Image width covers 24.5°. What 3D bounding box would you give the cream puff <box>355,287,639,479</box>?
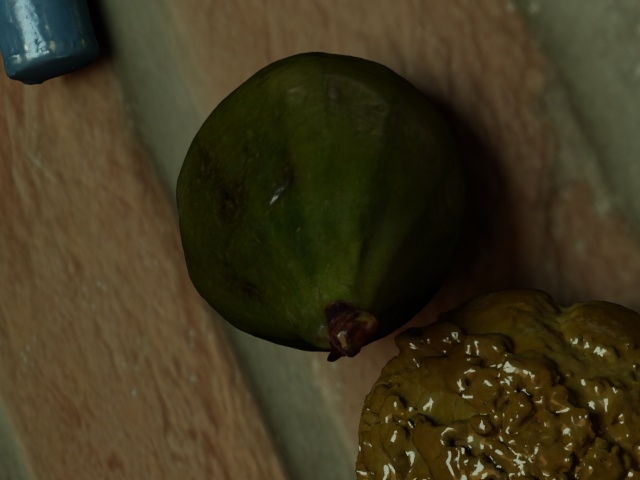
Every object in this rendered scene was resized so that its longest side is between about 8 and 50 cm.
[{"bbox_3d":[0.084,0.094,0.591,0.165,0.115,0.150,-21,87,40],"label":"cream puff"}]

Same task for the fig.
[{"bbox_3d":[0.010,0.007,0.619,0.133,0.126,0.185,-38,46,13],"label":"fig"}]

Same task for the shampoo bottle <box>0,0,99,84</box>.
[{"bbox_3d":[-0.174,-0.214,0.794,0.104,0.061,0.258,-17,87,42],"label":"shampoo bottle"}]
